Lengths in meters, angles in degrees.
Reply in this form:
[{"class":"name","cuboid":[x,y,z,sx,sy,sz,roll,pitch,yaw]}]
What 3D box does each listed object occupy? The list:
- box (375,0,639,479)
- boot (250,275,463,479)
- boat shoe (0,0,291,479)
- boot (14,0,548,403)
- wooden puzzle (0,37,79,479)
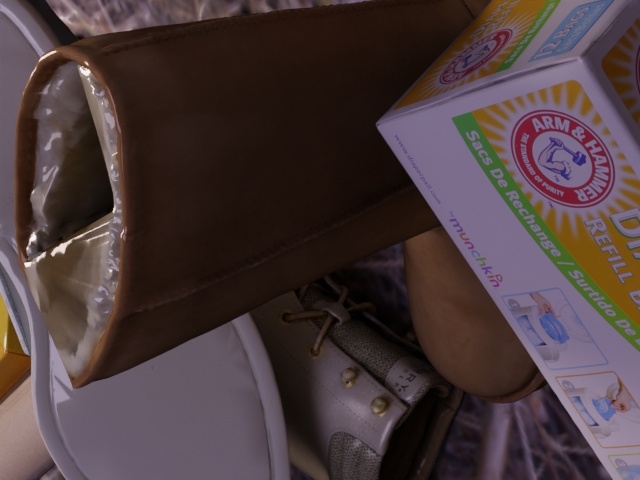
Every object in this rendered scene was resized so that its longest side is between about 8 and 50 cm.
[{"class":"box","cuboid":[0.133,-0.005,0.705,0.103,0.114,0.203,-15,115,49]},{"class":"boot","cuboid":[-0.004,0.028,0.941,0.165,0.077,0.213,30,129,33]},{"class":"boat shoe","cuboid":[-0.103,0.015,0.932,0.116,0.099,0.319,-27,100,7]},{"class":"boot","cuboid":[0.000,0.000,0.773,0.089,0.269,0.236,25,124,38]},{"class":"wooden puzzle","cuboid":[-0.190,0.030,1.092,0.221,0.044,0.238,-40,48,48]}]
